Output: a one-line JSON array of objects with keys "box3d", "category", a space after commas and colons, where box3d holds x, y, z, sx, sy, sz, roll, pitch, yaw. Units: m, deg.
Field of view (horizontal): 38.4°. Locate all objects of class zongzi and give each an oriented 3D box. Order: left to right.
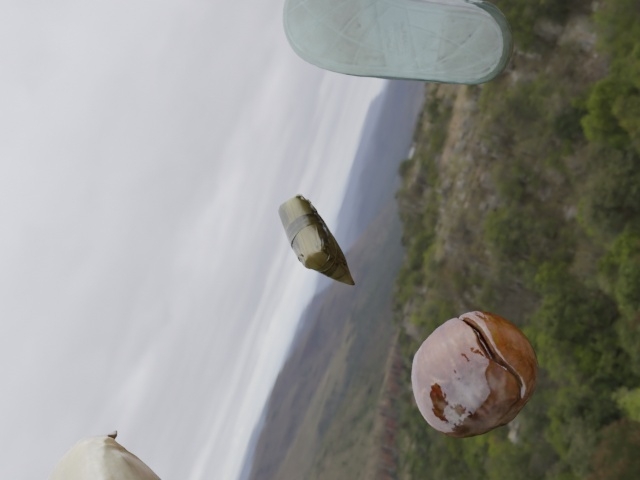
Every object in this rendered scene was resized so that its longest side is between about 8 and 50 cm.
[{"box3d": [0.000, 0.000, 0.870, 0.040, 0.083, 0.076, -37, 55, 17], "category": "zongzi"}]

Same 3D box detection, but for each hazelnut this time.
[{"box3d": [0.182, 0.162, 1.079, 0.154, 0.143, 0.143, -35, 9, 12], "category": "hazelnut"}]

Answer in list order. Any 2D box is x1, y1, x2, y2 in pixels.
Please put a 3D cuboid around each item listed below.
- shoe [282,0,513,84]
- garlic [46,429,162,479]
[{"box3d": [0.067, -0.169, 0.754, 0.078, 0.195, 0.079, -17, -61, -63], "category": "shoe"}, {"box3d": [-0.224, 0.388, 0.998, 0.249, 0.313, 0.286, -42, 4, -35], "category": "garlic"}]
